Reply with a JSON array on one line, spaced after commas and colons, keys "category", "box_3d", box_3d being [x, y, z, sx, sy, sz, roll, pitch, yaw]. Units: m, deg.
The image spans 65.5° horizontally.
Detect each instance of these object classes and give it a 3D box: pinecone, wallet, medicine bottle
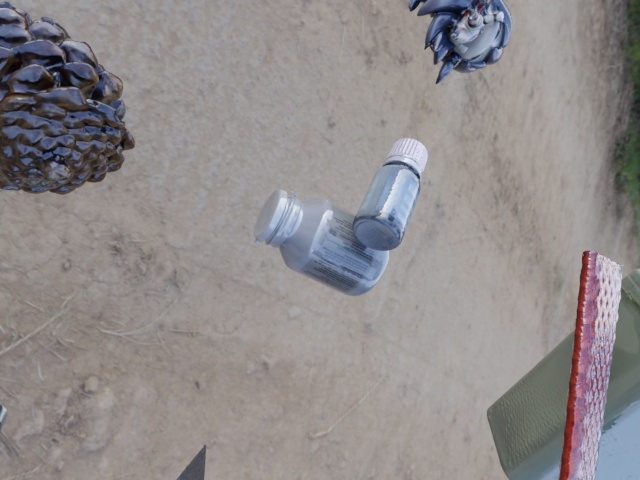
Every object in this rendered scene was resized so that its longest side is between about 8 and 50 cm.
[{"category": "pinecone", "box_3d": [-0.445, -0.209, 0.764, 0.242, 0.296, 0.298, -45, 177, -44]}, {"category": "wallet", "box_3d": [0.219, 0.111, 0.404, 0.103, 0.020, 0.196, 13, 85, -51]}, {"category": "medicine bottle", "box_3d": [0.000, 0.000, 0.857, 0.215, 0.135, 0.135, 26, 80, -21]}, {"category": "medicine bottle", "box_3d": [0.121, -0.082, 0.817, 0.203, 0.083, 0.083, -64, 144, -33]}]

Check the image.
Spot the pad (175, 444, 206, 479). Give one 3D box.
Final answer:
[{"category": "pad", "box_3d": [-0.340, 0.643, 1.122, 0.330, 0.004, 0.220, -35, 132, -73]}]

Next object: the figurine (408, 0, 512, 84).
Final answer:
[{"category": "figurine", "box_3d": [0.291, -0.442, 1.012, 0.265, 0.175, 0.197, 19, 57, -60]}]

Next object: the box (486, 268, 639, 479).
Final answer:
[{"category": "box", "box_3d": [0.500, 0.267, 0.748, 0.344, 0.352, 0.177, -56, -165, 29]}]

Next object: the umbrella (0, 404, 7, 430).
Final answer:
[{"category": "umbrella", "box_3d": [-0.470, 0.297, 0.672, 0.071, 0.248, 0.071, -6, 113, -13]}]
